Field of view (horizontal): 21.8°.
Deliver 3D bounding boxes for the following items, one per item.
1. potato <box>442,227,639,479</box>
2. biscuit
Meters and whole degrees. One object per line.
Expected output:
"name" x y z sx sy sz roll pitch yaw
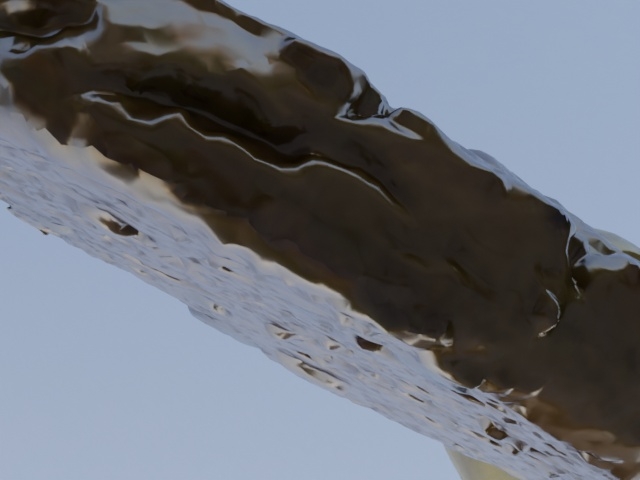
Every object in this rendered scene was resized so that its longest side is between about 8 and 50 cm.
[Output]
"potato" 0.176 0.116 0.817 0.173 0.300 0.140 -42 -36 -1
"biscuit" 0.001 -0.002 0.502 0.296 0.296 0.075 30 -98 -21
